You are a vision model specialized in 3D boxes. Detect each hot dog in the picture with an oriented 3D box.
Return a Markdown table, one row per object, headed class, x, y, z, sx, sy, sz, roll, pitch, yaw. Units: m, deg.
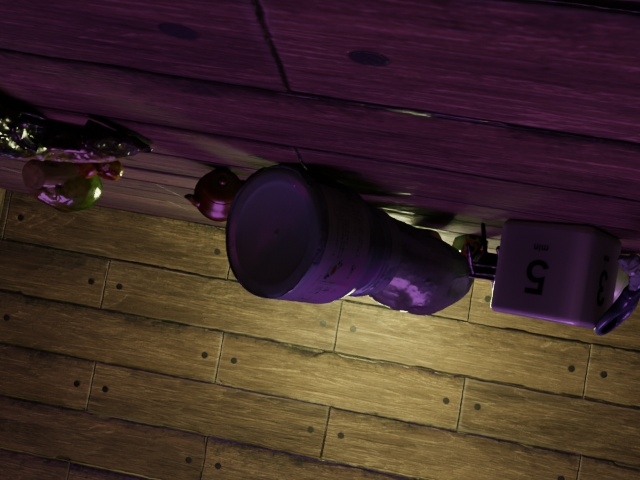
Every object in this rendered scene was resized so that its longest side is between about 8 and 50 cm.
| class | x | y | z | sx | sy | sz | roll | pitch | yaw |
| --- | --- | --- | --- | --- | --- | --- | --- | --- | --- |
| hot dog | -0.471 | -0.159 | 1.369 | 0.092 | 0.062 | 0.235 | 6 | -176 | -28 |

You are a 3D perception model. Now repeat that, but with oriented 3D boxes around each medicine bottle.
| class | x | y | z | sx | sy | sz | roll | pitch | yaw |
| --- | --- | --- | --- | --- | --- | --- | --- | --- | --- |
| medicine bottle | 0.000 | 0.000 | 1.240 | 0.244 | 0.245 | 0.289 | 7 | 178 | 40 |

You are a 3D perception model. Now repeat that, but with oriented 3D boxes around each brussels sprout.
| class | x | y | z | sx | sy | sz | roll | pitch | yaw |
| --- | --- | --- | --- | --- | --- | --- | --- | --- | --- |
| brussels sprout | -0.609 | -0.141 | 1.540 | 0.161 | 0.144 | 0.180 | 44 | -166 | 6 |

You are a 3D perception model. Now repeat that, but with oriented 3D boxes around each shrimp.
| class | x | y | z | sx | sy | sz | roll | pitch | yaw |
| --- | --- | --- | --- | --- | --- | --- | --- | --- | --- |
| shrimp | -0.436 | -0.168 | 1.055 | 0.271 | 0.085 | 0.445 | 5 | 179 | 0 |

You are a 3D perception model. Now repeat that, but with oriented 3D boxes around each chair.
| class | x | y | z | sx | sy | sz | roll | pitch | yaw |
| --- | --- | --- | --- | --- | --- | --- | --- | --- | --- |
| chair | 0.396 | 0.075 | 1.462 | 0.084 | 0.213 | 0.101 | 8 | -142 | 35 |

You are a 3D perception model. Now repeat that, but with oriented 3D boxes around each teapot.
| class | x | y | z | sx | sy | sz | roll | pitch | yaw |
| --- | --- | --- | --- | --- | --- | --- | --- | --- | --- |
| teapot | -0.202 | -0.102 | 1.343 | 0.173 | 0.116 | 0.116 | -18 | -172 | -22 |

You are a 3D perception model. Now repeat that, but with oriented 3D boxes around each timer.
| class | x | y | z | sx | sy | sz | roll | pitch | yaw |
| --- | --- | --- | --- | --- | --- | --- | --- | --- | --- |
| timer | 0.491 | 0.072 | 1.347 | 0.194 | 0.195 | 0.192 | 8 | 177 | 42 |

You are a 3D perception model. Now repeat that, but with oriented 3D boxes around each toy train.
| class | x | y | z | sx | sy | sz | roll | pitch | yaw |
| --- | --- | --- | --- | --- | --- | --- | --- | --- | --- |
| toy train | 0.415 | 0.038 | 1.841 | 0.072 | 0.099 | 0.188 | 13 | 178 | -1 |

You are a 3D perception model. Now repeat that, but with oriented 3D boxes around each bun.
| class | x | y | z | sx | sy | sz | roll | pitch | yaw |
| --- | --- | --- | --- | --- | --- | --- | --- | --- | --- |
| bun | 0.191 | 0.062 | 1.540 | 0.354 | 0.194 | 0.354 | 22 | -169 | -4 |

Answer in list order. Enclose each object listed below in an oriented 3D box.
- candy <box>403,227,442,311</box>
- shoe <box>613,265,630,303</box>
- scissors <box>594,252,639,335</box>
| class | x | y | z | sx | sy | sz | roll | pitch | yaw |
| --- | --- | --- | --- | --- | --- | --- | --- | --- | --- |
| candy | 0.270 | 0.084 | 1.809 | 0.094 | 0.256 | 0.255 | 9 | 177 | 27 |
| shoe | 0.640 | 0.077 | 1.661 | 0.160 | 0.132 | 0.363 | 16 | 179 | -13 |
| scissors | 0.571 | 0.048 | 1.127 | 0.029 | 0.256 | 0.383 | 53 | -172 | 32 |
